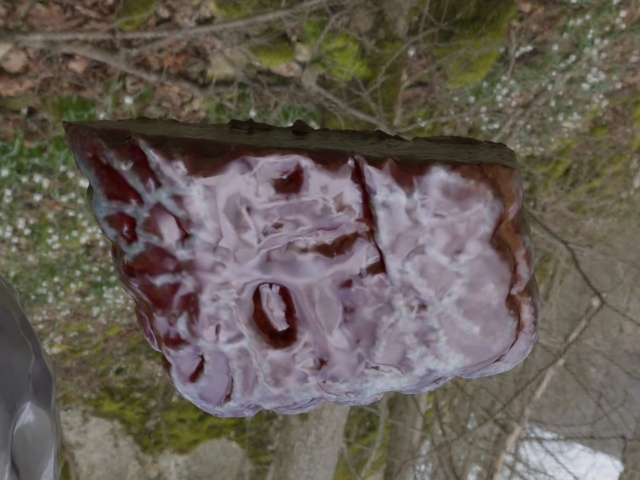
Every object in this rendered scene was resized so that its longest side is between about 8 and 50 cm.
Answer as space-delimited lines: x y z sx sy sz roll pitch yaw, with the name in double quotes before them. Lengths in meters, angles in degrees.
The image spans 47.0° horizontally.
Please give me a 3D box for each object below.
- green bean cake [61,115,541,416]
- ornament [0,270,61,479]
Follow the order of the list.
"green bean cake" 0.000 0.000 0.417 0.232 0.199 0.097 -8 -156 11
"ornament" -0.270 0.093 0.297 0.337 0.337 0.337 15 -178 0
